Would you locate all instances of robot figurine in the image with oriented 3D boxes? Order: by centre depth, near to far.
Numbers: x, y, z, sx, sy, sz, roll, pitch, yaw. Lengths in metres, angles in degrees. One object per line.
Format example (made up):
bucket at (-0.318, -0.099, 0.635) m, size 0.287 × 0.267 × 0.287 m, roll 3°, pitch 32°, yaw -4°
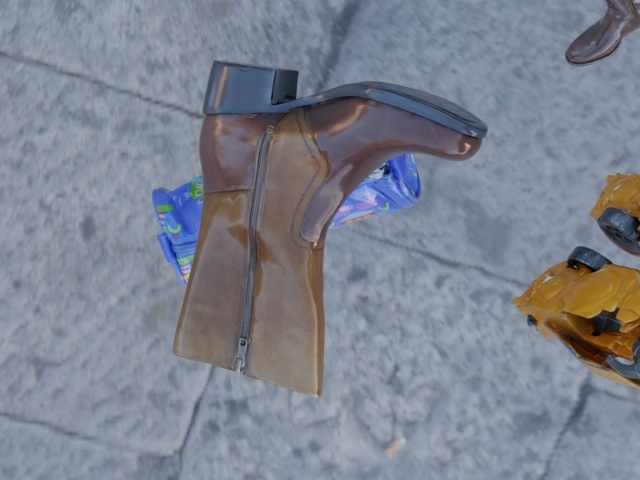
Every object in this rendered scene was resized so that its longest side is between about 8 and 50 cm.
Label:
robot figurine at (0.274, 0.029, 0.961) m, size 0.085 × 0.291 × 0.211 m, roll 44°, pitch 78°, yaw -24°

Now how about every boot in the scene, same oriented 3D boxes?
boot at (0.000, 0.000, 1.146) m, size 0.264 × 0.096 × 0.280 m, roll 10°, pitch 99°, yaw 17°
boot at (0.247, -0.209, 1.178) m, size 0.106 × 0.037 × 0.114 m, roll -32°, pitch 148°, yaw 14°

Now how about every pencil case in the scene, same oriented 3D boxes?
pencil case at (-0.038, -0.048, 1.475) m, size 0.306 × 0.133 × 0.119 m, roll -20°, pitch 99°, yaw 9°
